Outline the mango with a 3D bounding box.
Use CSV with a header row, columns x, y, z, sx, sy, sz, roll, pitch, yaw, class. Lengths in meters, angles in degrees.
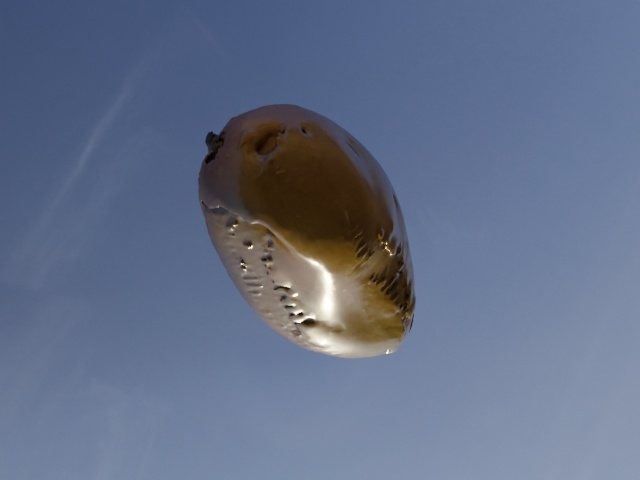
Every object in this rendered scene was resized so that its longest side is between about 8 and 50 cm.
x,y,z,sx,sy,sz,roll,pitch,yaw,class
0.000,0.000,0.659,0.151,0.156,0.249,-37,-59,-13,mango
